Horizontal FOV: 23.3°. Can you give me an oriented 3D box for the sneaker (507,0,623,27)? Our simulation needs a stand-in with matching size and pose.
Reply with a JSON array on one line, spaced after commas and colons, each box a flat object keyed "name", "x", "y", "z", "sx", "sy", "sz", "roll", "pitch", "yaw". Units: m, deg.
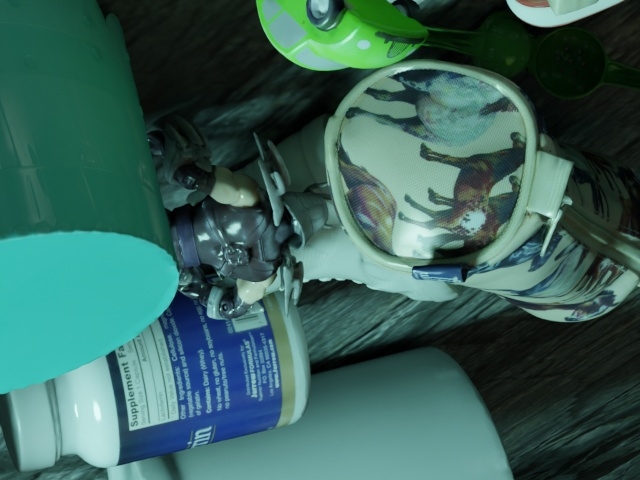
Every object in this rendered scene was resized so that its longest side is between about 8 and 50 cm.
[{"name": "sneaker", "x": 0.218, "y": -0.218, "z": 1.027, "sx": 0.221, "sy": 0.087, "sz": 0.128, "roll": -25, "pitch": 158, "yaw": 10}]

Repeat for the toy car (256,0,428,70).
[{"name": "toy car", "x": -0.032, "y": -0.145, "z": 0.813, "sx": 0.239, "sy": 0.225, "sz": 0.053, "roll": 1, "pitch": 124, "yaw": -42}]

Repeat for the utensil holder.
[{"name": "utensil holder", "x": -0.012, "y": 0.309, "z": 1.743, "sx": 0.385, "sy": 0.327, "sz": 0.327, "roll": -16, "pitch": 157, "yaw": -17}]

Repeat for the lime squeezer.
[{"name": "lime squeezer", "x": 0.166, "y": -0.130, "z": 1.163, "sx": 0.310, "sy": 0.110, "sz": 0.059, "roll": 10, "pitch": 118, "yaw": -23}]

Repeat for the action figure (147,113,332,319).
[{"name": "action figure", "x": -0.122, "y": 0.000, "z": 1.168, "sx": 0.285, "sy": 0.099, "sz": 0.185, "roll": -14, "pitch": 121, "yaw": -6}]

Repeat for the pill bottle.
[{"name": "pill bottle", "x": -0.155, "y": 0.118, "z": 1.398, "sx": 0.265, "sy": 0.153, "sz": 0.153, "roll": -11, "pitch": 156, "yaw": -18}]

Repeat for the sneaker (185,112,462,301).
[{"name": "sneaker", "x": 0.000, "y": 0.000, "z": 1.334, "sx": 0.169, "sy": 0.108, "sz": 0.292, "roll": -26, "pitch": 147, "yaw": 18}]

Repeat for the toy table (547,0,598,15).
[{"name": "toy table", "x": 0.106, "y": -0.242, "z": 0.787, "sx": 0.252, "sy": 0.161, "sz": 0.274, "roll": -24, "pitch": 156, "yaw": 10}]

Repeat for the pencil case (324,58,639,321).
[{"name": "pencil case", "x": 0.158, "y": -0.025, "z": 1.255, "sx": 0.160, "sy": 0.183, "sz": 0.410, "roll": -63, "pitch": 155, "yaw": 4}]

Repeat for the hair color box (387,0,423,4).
[{"name": "hair color box", "x": 0.059, "y": -0.192, "z": 1.010, "sx": 0.141, "sy": 0.043, "sz": 0.072, "roll": -30, "pitch": 155, "yaw": 26}]

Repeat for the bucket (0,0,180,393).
[{"name": "bucket", "x": -0.228, "y": -0.024, "z": 0.973, "sx": 0.281, "sy": 0.183, "sz": 0.281, "roll": -17, "pitch": 157, "yaw": -7}]
